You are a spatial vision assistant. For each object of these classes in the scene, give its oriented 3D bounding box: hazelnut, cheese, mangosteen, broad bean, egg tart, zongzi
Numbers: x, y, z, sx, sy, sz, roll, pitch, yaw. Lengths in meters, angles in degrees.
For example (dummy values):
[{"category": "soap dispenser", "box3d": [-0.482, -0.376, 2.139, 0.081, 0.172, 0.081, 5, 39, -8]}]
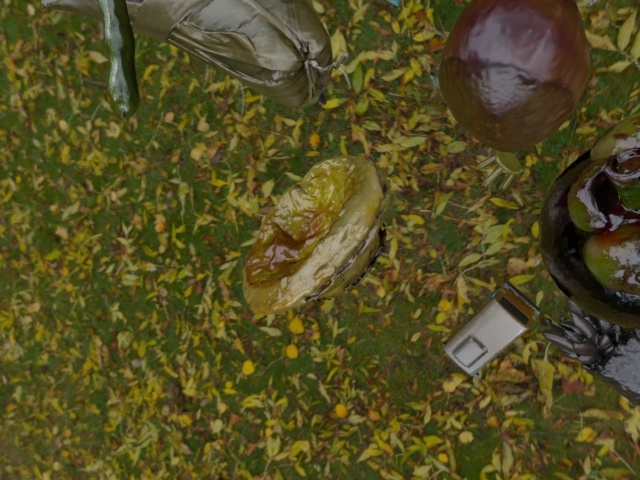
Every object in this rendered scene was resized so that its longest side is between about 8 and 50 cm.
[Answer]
[{"category": "hazelnut", "box3d": [0.493, -0.442, 1.258, 0.353, 0.421, 0.420, 6, 100, 53]}, {"category": "cheese", "box3d": [0.457, -0.545, 1.664, 0.203, 0.175, 0.091, -3, 95, -8]}, {"category": "mangosteen", "box3d": [0.408, -0.029, 0.633, 0.233, 0.288, 0.287, -145, 53, -67]}, {"category": "broad bean", "box3d": [-0.283, -0.296, 0.677, 0.053, 0.052, 0.256, -3, 102, 26]}, {"category": "egg tart", "box3d": [0.000, 0.000, 0.621, 0.241, 0.241, 0.106, -38, 120, 25]}, {"category": "zongzi", "box3d": [-0.233, -0.361, 0.955, 0.467, 0.218, 0.500, -27, 76, -1]}]

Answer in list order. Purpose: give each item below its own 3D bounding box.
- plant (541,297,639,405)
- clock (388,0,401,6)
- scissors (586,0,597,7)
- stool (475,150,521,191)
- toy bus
[{"category": "plant", "box3d": [0.781, 0.291, 1.357, 0.321, 0.194, 0.181, 42, 88, 14]}, {"category": "clock", "box3d": [0.298, -0.875, 1.545, 0.094, 0.274, 0.223, 26, 89, -16]}, {"category": "scissors", "box3d": [0.925, -0.805, 1.472, 0.300, 0.022, 0.109, -37, 58, 32]}, {"category": "stool", "box3d": [0.636, -0.250, 1.773, 0.134, 0.135, 0.110, 45, 137, 4]}, {"category": "toy bus", "box3d": [0.323, 0.177, 0.961, 0.091, 0.103, 0.182, 44, 129, 14]}]
